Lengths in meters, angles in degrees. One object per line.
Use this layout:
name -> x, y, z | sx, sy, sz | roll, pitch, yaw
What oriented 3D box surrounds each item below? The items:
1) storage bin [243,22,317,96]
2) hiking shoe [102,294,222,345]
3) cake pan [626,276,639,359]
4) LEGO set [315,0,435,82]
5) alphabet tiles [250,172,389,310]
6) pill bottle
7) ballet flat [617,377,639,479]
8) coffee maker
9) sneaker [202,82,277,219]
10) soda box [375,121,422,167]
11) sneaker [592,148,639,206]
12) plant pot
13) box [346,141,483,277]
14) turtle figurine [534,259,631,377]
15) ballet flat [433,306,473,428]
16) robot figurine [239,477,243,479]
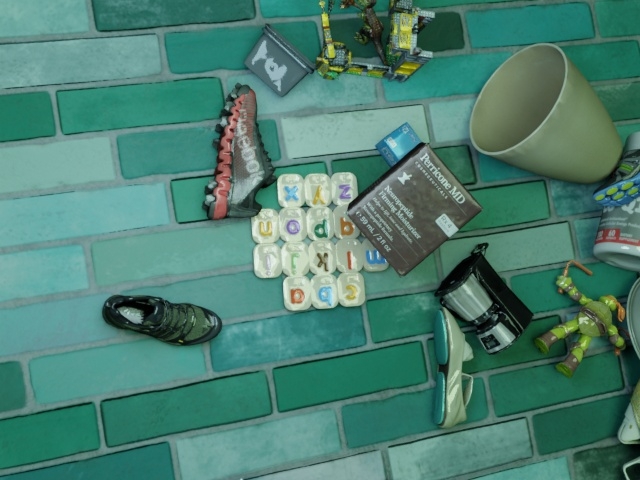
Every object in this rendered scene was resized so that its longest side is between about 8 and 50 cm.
storage bin -> -0.086, -0.360, 1.609 | 0.135, 0.098, 0.091 | 42, 104, -7
hiking shoe -> -0.293, 0.151, 1.480 | 0.226, 0.114, 0.086 | 9, 82, -13
cake pan -> 0.801, 0.197, 1.740 | 0.293, 0.054, 0.293 | 10, 65, -23
LEGO set -> 0.119, -0.479, 1.614 | 0.254, 0.192, 0.331 | 14, 80, -12
alphabet tiles -> 0.000, 0.000, 1.620 | 0.284, 0.021, 0.278 | -3, 83, -15
pill bottle -> 0.709, -0.085, 1.737 | 0.161, 0.161, 0.283 | 19, 79, -12
ballet flat -> 0.705, 0.456, 1.712 | 0.123, 0.123, 0.349 | -9, 84, -15
coffee maker -> 0.354, 0.120, 1.646 | 0.171, 0.120, 0.178 | -43, 96, -15
sneaker -> -0.147, -0.168, 1.562 | 0.135, 0.097, 0.276 | 10, 84, -13
soda box -> 0.208, -0.140, 1.662 | 0.067, 0.071, 0.210 | -37, 94, -13
sneaker -> 0.654, -0.142, 1.663 | 0.188, 0.078, 0.067 | -42, 124, 15
plant pot -> 0.504, -0.235, 1.676 | 0.274, 0.256, 0.257 | 27, 78, -27
box -> 0.178, -0.064, 1.544 | 0.203, 0.167, 0.168 | -41, 93, 8
turtle figurine -> 0.584, 0.193, 1.713 | 0.217, 0.087, 0.269 | -41, 95, -15
ballet flat -> 0.275, 0.261, 1.632 | 0.086, 0.086, 0.249 | 1, 93, -14
robot figurine -> -0.100, 0.602, 1.431 | 0.300, 0.200, 0.353 | -30, 88, 20
